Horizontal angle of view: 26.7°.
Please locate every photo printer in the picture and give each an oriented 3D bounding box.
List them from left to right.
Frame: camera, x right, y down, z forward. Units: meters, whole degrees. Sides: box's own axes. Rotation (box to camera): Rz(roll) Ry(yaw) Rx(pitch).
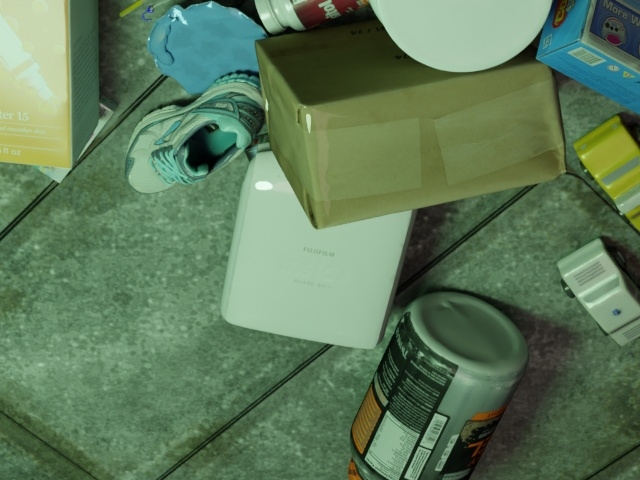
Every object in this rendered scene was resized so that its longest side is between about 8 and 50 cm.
[{"bbox_3d":[0.000,0.000,1.960,0.256,0.107,0.307,11,123,-3],"label":"photo printer"}]

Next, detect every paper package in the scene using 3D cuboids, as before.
[{"bbox_3d":[0.105,-0.171,1.736,0.325,0.309,0.168,-12,116,-9],"label":"paper package"}]

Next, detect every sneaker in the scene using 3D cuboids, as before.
[{"bbox_3d":[-0.192,-0.132,1.906,0.110,0.122,0.283,41,131,-23],"label":"sneaker"}]

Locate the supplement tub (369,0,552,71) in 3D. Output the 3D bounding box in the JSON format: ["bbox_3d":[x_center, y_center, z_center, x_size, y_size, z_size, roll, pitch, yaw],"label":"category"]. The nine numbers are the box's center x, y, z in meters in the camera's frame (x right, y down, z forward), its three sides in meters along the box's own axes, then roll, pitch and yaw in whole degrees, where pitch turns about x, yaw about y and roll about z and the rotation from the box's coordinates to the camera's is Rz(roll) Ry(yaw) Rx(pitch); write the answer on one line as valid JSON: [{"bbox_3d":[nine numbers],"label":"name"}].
[{"bbox_3d":[0.169,-0.362,1.633,0.235,0.325,0.235,2,122,2],"label":"supplement tub"}]

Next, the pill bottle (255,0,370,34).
[{"bbox_3d":[-0.007,-0.333,1.805,0.152,0.086,0.086,-20,119,16],"label":"pill bottle"}]

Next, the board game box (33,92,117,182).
[{"bbox_3d":[-0.382,-0.168,1.969,0.103,0.026,0.154,33,119,-17],"label":"board game box"}]

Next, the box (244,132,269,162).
[{"bbox_3d":[-0.022,-0.072,2.002,0.114,0.036,0.207,-17,120,14],"label":"box"}]

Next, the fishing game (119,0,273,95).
[{"bbox_3d":[-0.145,-0.264,1.868,0.264,0.041,0.189,36,137,-28],"label":"fishing game"}]

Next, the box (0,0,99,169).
[{"bbox_3d":[-0.416,-0.290,1.790,0.215,0.168,0.345,5,117,2],"label":"box"}]

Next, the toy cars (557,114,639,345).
[{"bbox_3d":[0.447,0.006,1.992,0.176,0.087,0.393,3,123,2],"label":"toy cars"}]

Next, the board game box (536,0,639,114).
[{"bbox_3d":[0.437,-0.302,1.650,0.308,0.302,0.086,24,162,-24],"label":"board game box"}]

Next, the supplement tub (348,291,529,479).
[{"bbox_3d":[0.172,0.264,2.104,0.207,0.207,0.338,17,123,-7],"label":"supplement tub"}]
